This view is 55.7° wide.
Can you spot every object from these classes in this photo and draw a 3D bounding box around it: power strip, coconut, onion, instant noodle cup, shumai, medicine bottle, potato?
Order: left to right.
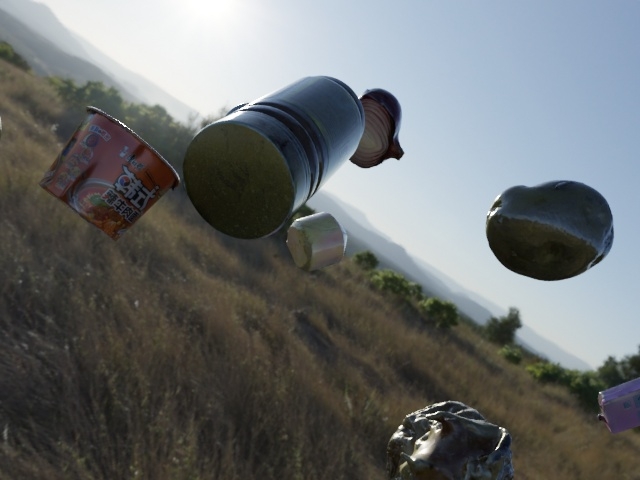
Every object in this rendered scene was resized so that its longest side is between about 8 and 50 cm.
[{"bbox_3d":[-0.456,-0.130,1.298,0.250,0.192,0.250,34,-12,8],"label":"instant noodle cup"},{"bbox_3d":[-0.046,-0.134,0.857,0.151,0.151,0.322,32,32,4],"label":"medicine bottle"},{"bbox_3d":[0.000,0.000,1.275,0.122,0.116,0.116,-14,30,-28],"label":"coconut"},{"bbox_3d":[0.130,-0.247,1.323,0.151,0.098,0.206,31,-35,2],"label":"onion"},{"bbox_3d":[0.272,0.455,1.133,0.266,0.314,0.262,-2,-19,-8],"label":"shumai"},{"bbox_3d":[0.398,-0.019,1.057,0.235,0.178,0.160,11,-4,-18],"label":"potato"},{"bbox_3d":[0.743,0.335,1.318,0.037,0.278,0.109,-94,159,-63],"label":"power strip"}]

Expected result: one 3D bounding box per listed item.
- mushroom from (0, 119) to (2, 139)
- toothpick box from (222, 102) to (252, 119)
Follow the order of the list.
[{"bbox_3d":[-0.585,-0.157,0.892,0.204,0.204,0.204,32,5,-3],"label":"mushroom"},{"bbox_3d":[-0.107,-0.176,1.147,0.120,0.120,0.184,27,13,-44],"label":"toothpick box"}]
